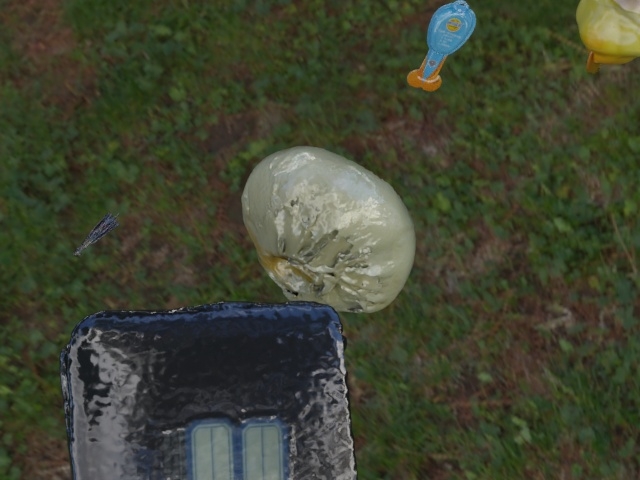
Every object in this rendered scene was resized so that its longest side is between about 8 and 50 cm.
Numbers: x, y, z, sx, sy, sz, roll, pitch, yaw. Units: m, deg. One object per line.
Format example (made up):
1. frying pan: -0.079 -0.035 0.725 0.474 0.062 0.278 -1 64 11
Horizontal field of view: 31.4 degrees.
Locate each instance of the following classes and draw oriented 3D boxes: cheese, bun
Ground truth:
1. cheese: 0.127 -0.204 1.197 0.047 0.111 0.017 17 35 -13
2. bun: 0.000 0.000 1.651 0.287 0.287 0.146 15 48 24

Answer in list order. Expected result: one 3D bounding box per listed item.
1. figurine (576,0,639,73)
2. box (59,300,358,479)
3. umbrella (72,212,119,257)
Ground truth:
1. figurine: 0.456 -0.356 1.704 0.131 0.246 0.156 -31 55 -29
2. box: -0.129 0.253 1.377 0.350 0.091 0.359 -5 87 -9
3. umbrella: -0.278 -0.008 1.415 0.031 0.020 0.083 13 53 36
